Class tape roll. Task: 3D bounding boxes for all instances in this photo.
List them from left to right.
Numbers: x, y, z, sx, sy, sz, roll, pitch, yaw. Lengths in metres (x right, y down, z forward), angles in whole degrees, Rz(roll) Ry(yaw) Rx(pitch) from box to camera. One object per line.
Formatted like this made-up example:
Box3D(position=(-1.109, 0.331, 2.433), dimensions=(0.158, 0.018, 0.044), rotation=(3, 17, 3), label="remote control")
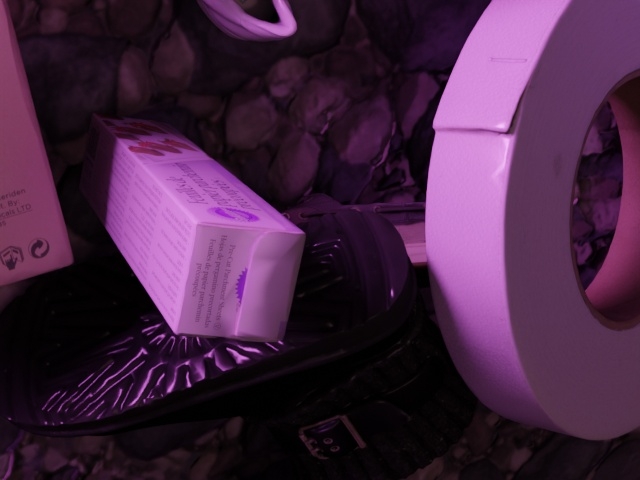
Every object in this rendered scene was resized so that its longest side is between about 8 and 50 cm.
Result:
Box3D(position=(0.225, -0.036, 0.950), dimensions=(0.392, 0.072, 0.391), rotation=(-11, 105, -46), label="tape roll")

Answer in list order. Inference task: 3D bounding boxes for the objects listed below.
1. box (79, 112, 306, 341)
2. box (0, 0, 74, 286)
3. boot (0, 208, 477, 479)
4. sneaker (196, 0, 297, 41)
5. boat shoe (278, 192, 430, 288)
Box3D(position=(-0.095, -0.021, 0.759), dimensions=(0.063, 0.324, 0.067), rotation=(6, 103, -22), label="box")
Box3D(position=(-0.263, -0.127, 0.751), dimensions=(0.121, 0.148, 0.311), rotation=(-17, 115, -19), label="box")
Box3D(position=(-0.059, 0.117, 0.935), dimensions=(0.348, 0.131, 0.260), rotation=(-11, 147, 10), label="boot")
Box3D(position=(-0.093, -0.216, 0.823), dimensions=(0.212, 0.094, 0.080), rotation=(37, 92, -29), label="sneaker")
Box3D(position=(0.001, 0.000, 0.954), dimensions=(0.224, 0.080, 0.073), rotation=(1, 65, -8), label="boat shoe")
